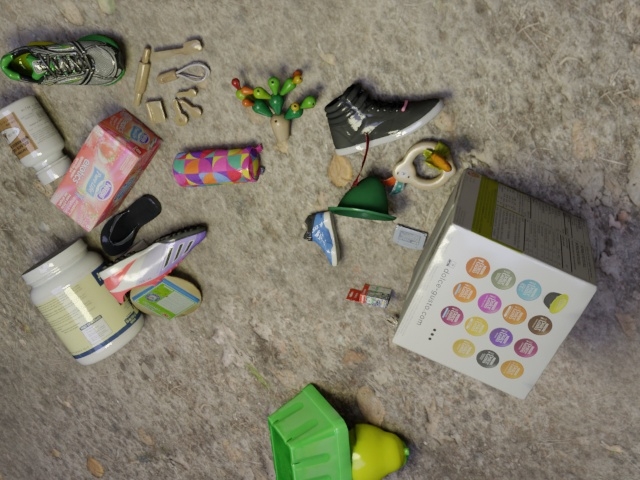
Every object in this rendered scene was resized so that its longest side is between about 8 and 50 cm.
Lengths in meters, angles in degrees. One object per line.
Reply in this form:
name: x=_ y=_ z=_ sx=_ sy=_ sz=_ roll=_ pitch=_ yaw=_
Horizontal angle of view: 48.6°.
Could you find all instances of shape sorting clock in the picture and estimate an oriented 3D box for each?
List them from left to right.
shape sorting clock: x=-0.456 y=0.166 z=2.094 sx=0.206 sy=0.040 sz=0.206 roll=-5 pitch=138 yaw=-4

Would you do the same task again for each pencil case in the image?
pencil case: x=-0.269 y=-0.195 z=1.871 sx=0.236 sy=0.104 sz=0.104 roll=-3 pitch=114 yaw=16

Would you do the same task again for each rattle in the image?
rattle: x=0.227 y=-0.150 z=1.720 sx=0.199 sy=0.143 sz=0.130 roll=-19 pitch=127 yaw=18

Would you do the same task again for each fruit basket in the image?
fruit basket: x=0.058 y=0.630 z=2.119 sx=0.392 sy=0.283 sz=0.392 roll=-11 pitch=115 yaw=-25

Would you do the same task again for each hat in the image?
hat: x=0.121 y=-0.152 z=1.774 sx=0.173 sy=0.208 sz=0.184 roll=9 pitch=87 yaw=-25

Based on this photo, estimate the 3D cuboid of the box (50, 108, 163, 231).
box: x=-0.583 y=-0.189 z=1.933 sx=0.142 sy=0.154 sz=0.300 roll=40 pitch=118 yaw=-4

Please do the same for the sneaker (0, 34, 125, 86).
sneaker: x=-0.664 y=-0.449 z=1.836 sx=0.343 sy=0.146 sz=0.134 roll=-1 pitch=114 yaw=16

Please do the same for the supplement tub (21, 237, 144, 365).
supplement tub: x=-0.702 y=0.179 z=2.100 sx=0.235 sy=0.235 sz=0.325 roll=-24 pitch=106 yaw=25

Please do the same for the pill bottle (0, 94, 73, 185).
pill bottle: x=-0.789 y=-0.274 z=1.966 sx=0.131 sy=0.131 sz=0.229 roll=-23 pitch=107 yaw=25

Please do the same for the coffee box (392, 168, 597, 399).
coffee box: x=0.406 y=0.093 z=1.664 sx=0.334 sy=0.338 sz=0.338 roll=24 pitch=120 yaw=4

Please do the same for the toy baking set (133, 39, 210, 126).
toy baking set: x=-0.387 y=-0.414 z=1.840 sx=0.196 sy=0.030 sz=0.256 roll=18 pitch=119 yaw=5

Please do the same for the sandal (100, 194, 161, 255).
sandal: x=-0.564 y=-0.043 z=2.053 sx=0.097 sy=0.054 sz=0.254 roll=45 pitch=119 yaw=-7

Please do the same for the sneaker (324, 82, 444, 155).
sneaker: x=0.136 y=-0.313 z=1.682 sx=0.295 sy=0.104 sz=0.147 roll=-16 pitch=114 yaw=28

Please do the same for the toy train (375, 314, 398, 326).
toy train: x=0.288 y=0.212 z=1.900 sx=0.248 sy=0.105 sz=0.143 roll=31 pitch=109 yaw=1

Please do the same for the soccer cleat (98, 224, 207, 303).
soccer cleat: x=-0.451 y=0.059 z=1.980 sx=0.318 sy=0.108 sz=0.116 roll=-27 pitch=99 yaw=-10

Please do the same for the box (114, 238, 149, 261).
box: x=-0.547 y=0.071 z=2.077 sx=0.102 sy=0.101 sz=0.087 roll=-33 pitch=102 yaw=29

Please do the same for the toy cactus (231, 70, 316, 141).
toy cactus: x=-0.108 y=-0.334 z=1.766 sx=0.219 sy=0.112 sz=0.180 roll=4 pitch=135 yaw=12

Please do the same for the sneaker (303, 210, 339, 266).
sneaker: x=0.000 y=0.000 z=1.900 sx=0.084 sy=0.058 sz=0.152 roll=-7 pitch=108 yaw=14

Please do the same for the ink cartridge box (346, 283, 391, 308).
ink cartridge box: x=0.132 y=0.147 z=1.930 sx=0.115 sy=0.063 sz=0.029 roll=12 pitch=119 yaw=11

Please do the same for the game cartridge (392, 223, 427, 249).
game cartridge: x=0.232 y=-0.007 z=1.854 sx=0.083 sy=0.017 sz=0.056 roll=18 pitch=115 yaw=8
